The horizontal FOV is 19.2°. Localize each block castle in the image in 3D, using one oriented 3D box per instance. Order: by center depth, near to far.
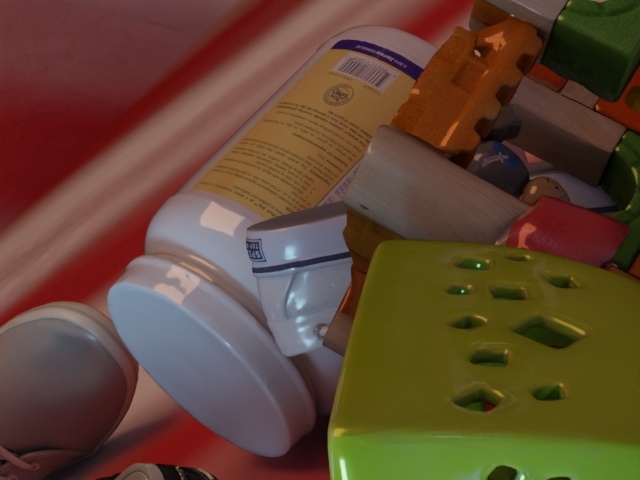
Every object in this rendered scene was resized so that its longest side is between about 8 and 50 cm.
[{"bbox_3d":[0.200,-0.084,1.254,0.453,0.213,0.303,-56,-11,-25],"label":"block castle"}]

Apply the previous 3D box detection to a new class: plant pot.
[{"bbox_3d":[0.127,0.135,0.961,0.207,0.227,0.228,-4,24,9],"label":"plant pot"}]

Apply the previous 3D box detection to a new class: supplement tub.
[{"bbox_3d":[0.000,0.000,1.644,0.331,0.241,0.241,-47,17,-24],"label":"supplement tub"}]

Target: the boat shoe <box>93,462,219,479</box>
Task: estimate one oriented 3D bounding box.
[{"bbox_3d":[-0.164,0.246,1.693,0.079,0.084,0.233,-5,-14,-32],"label":"boat shoe"}]

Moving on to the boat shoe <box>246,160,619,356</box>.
[{"bbox_3d":[0.135,0.029,1.468,0.367,0.156,0.136,-12,8,-8],"label":"boat shoe"}]

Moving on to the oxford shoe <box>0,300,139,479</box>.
[{"bbox_3d":[-0.346,0.212,2.016,0.449,0.169,0.130,-37,11,39],"label":"oxford shoe"}]
